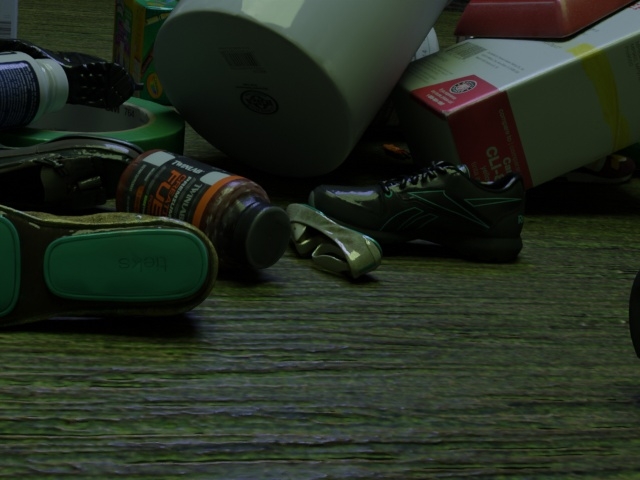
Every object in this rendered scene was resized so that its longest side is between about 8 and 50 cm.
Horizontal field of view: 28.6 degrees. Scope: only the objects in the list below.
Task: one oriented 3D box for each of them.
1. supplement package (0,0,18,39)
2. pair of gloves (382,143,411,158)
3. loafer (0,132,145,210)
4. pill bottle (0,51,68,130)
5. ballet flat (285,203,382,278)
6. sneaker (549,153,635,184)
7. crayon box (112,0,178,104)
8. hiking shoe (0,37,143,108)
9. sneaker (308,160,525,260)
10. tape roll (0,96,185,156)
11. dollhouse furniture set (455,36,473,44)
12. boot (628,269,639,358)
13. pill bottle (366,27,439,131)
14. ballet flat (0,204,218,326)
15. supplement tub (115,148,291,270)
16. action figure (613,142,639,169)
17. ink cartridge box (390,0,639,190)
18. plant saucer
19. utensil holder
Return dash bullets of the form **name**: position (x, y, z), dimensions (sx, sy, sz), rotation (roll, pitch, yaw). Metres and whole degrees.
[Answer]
- **supplement package**: position (-0.606, -0.380, 2.166), dimensions (0.149, 0.194, 0.203), rotation (1, 19, -19)
- **pair of gloves**: position (0.144, -0.141, 1.981), dimensions (0.083, 0.010, 0.074), rotation (2, 18, -17)
- **loafer**: position (-0.338, -0.067, 1.486), dimensions (0.267, 0.096, 0.084), rotation (0, 37, 2)
- **pill bottle**: position (-0.393, -0.180, 1.528), dimensions (0.094, 0.094, 0.169), rotation (19, 21, 34)
- **ballet flat**: position (0.000, 0.000, 1.425), dimensions (0.052, 0.057, 0.168), rotation (-37, 36, -24)
- **sneaker**: position (0.410, -0.134, 1.931), dimensions (0.185, 0.084, 0.069), rotation (-3, 20, -25)
- **crayon box**: position (-0.305, -0.351, 2.227), dimensions (0.081, 0.165, 0.278), rotation (0, 19, -20)
- **hiking shoe**: position (-0.360, -0.221, 1.720), dimensions (0.227, 0.086, 0.114), rotation (14, 5, 5)
- **sneaker**: position (0.119, -0.049, 1.500), dimensions (0.267, 0.106, 0.101), rotation (8, 18, -13)
- **tape roll**: position (-0.344, -0.137, 1.693), dimensions (0.321, 0.077, 0.321), rotation (6, 18, -2)
- **dollhouse furniture set**: position (0.456, -0.416, 2.549), dimensions (0.362, 0.256, 0.394), rotation (5, 17, -3)
- **boot**: position (0.551, 0.103, 1.123), dimensions (0.445, 0.146, 0.367), rotation (-10, 33, -32)
- **pill bottle**: position (-0.006, -0.282, 2.051), dimensions (0.361, 0.204, 0.204), rotation (0, 19, -21)
- **ballet flat**: position (-0.272, 0.024, 1.181), dimensions (0.348, 0.123, 0.123), rotation (2, 18, -11)
- **supplement tub**: position (-0.126, -0.030, 1.382), dimensions (0.198, 0.106, 0.106), rotation (20, 22, 37)
- **action figure**: position (0.483, -0.153, 2.010), dimensions (0.232, 0.063, 0.137), rotation (11, -25, -11)
- **ink cartridge box**: position (0.323, -0.215, 1.796), dimensions (0.384, 0.160, 0.279), rotation (-23, 22, -6)
- **plant saucer**: position (0.360, -0.370, 1.851), dimensions (0.259, 0.048, 0.258), rotation (-29, 22, -24)
- **utensil holder**: position (-0.009, -0.324, 1.761), dimensions (0.327, 0.327, 0.385), rotation (15, 56, 24)
